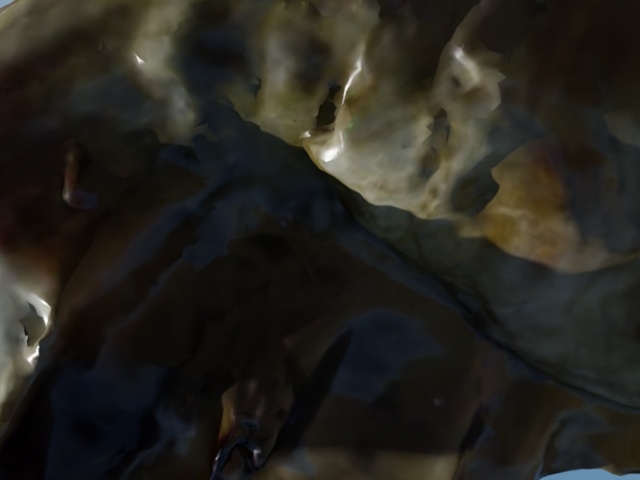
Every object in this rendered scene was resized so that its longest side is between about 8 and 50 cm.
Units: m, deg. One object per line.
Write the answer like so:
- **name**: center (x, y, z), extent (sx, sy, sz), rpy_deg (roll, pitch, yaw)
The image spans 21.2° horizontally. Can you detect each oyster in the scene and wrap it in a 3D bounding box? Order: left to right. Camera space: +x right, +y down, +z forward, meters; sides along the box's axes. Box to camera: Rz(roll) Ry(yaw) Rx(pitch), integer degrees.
- **oyster**: center (0.003, 0.005, 0.347), extent (0.294, 0.166, 0.094), rpy_deg (-23, 180, -15)
